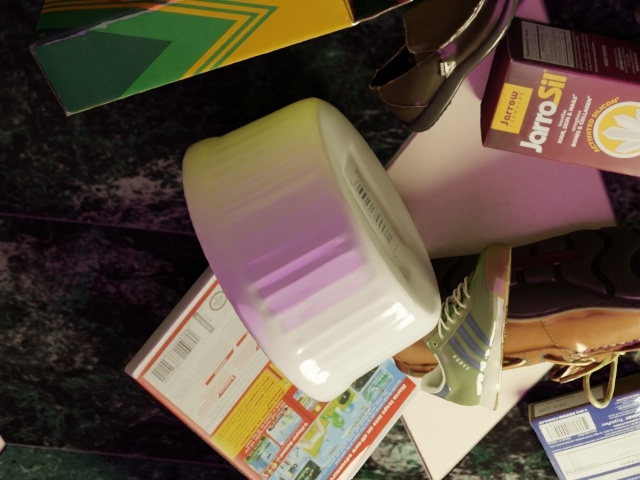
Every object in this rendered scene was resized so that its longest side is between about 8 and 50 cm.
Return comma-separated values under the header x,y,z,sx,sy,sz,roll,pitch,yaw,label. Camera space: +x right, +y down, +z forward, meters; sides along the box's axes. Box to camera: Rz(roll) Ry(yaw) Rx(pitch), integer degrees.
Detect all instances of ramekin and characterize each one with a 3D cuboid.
x,y,z,sx,sy,sz,roll,pitch,yaw,label
0.000,0.000,1.585,0.135,0.277,0.277,-29,121,14,ramekin

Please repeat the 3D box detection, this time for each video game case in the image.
x,y,z,sx,sy,sz,roll,pitch,yaw,label
-0.043,0.144,1.769,0.285,0.025,0.204,45,77,-26,video game case

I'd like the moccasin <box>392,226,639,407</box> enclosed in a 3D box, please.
x,y,z,sx,sy,sz,roll,pitch,yaw,label
0.249,0.083,1.712,0.380,0.139,0.147,-11,127,11,moccasin

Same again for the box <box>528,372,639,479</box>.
x,y,z,sx,sy,sz,roll,pitch,yaw,label
0.337,0.253,1.901,0.136,0.036,0.225,-18,123,16,box

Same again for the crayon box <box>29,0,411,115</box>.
x,y,z,sx,sy,sz,roll,pitch,yaw,label
-0.080,-0.235,1.450,0.318,0.202,0.081,-16,125,13,crayon box

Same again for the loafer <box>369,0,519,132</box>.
x,y,z,sx,sy,sz,roll,pitch,yaw,label
0.113,-0.192,1.546,0.078,0.080,0.220,22,125,-14,loafer

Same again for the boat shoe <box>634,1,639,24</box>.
x,y,z,sx,sy,sz,roll,pitch,yaw,label
0.391,-0.171,1.542,0.219,0.078,0.070,35,132,2,boat shoe

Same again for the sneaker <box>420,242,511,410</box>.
x,y,z,sx,sy,sz,roll,pitch,yaw,label
0.137,0.085,1.633,0.086,0.064,0.192,6,125,7,sneaker

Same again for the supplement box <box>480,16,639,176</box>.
x,y,z,sx,sy,sz,roll,pitch,yaw,label
0.253,-0.132,1.585,0.188,0.081,0.104,10,127,-5,supplement box
